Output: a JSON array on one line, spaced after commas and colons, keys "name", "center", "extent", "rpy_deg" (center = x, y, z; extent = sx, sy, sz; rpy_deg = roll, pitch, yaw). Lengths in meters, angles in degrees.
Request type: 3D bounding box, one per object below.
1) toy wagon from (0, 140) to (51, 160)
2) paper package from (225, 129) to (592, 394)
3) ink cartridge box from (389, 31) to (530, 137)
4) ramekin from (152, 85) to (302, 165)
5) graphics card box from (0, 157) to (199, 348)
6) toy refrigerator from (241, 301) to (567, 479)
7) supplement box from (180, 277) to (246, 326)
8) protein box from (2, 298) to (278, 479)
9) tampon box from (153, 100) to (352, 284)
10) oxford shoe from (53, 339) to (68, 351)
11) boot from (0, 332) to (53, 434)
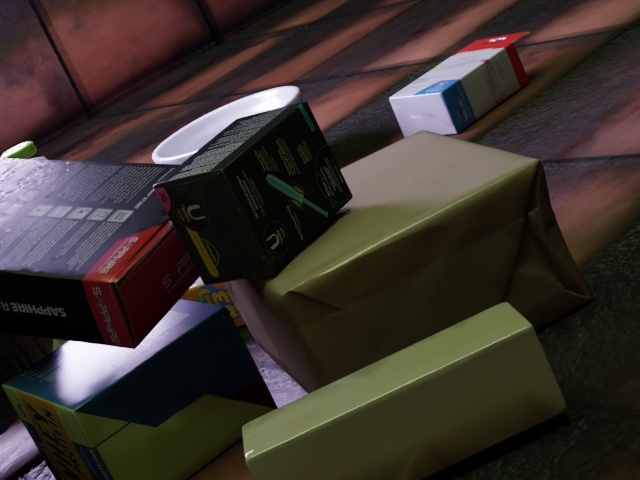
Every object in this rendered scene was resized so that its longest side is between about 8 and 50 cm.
[{"name": "toy wagon", "center": [-0.478, -0.022, 2.146], "extent": [0.344, 0.267, 0.068], "rpy_deg": [-6, 25, 48]}, {"name": "paper package", "center": [0.075, 0.025, 1.426], "extent": [0.309, 0.168, 0.325], "rpy_deg": [-29, 17, -10]}, {"name": "ink cartridge box", "center": [0.242, -0.256, 2.163], "extent": [0.231, 0.078, 0.134], "rpy_deg": [-36, 21, -30]}, {"name": "ramekin", "center": [-0.135, -0.145, 2.260], "extent": [0.277, 0.135, 0.277], "rpy_deg": [-22, 18, 8]}, {"name": "graphics card box", "center": [-0.298, 0.003, 1.463], "extent": [0.370, 0.094, 0.233], "rpy_deg": [4, 36, 29]}, {"name": "toy refrigerator", "center": [0.072, 0.160, 1.166], "extent": [0.269, 0.094, 0.102], "rpy_deg": [-25, 10, -1]}, {"name": "supplement box", "center": [-0.094, 0.061, 1.702], "extent": [0.233, 0.078, 0.080], "rpy_deg": [-17, 22, 25]}, {"name": "protein box", "center": [-0.197, 0.169, 1.425], "extent": [0.199, 0.136, 0.201], "rpy_deg": [-35, 20, -27]}, {"name": "tampon box", "center": [-0.067, -0.049, 1.351], "extent": [0.101, 0.120, 0.161], "rpy_deg": [-10, 23, 40]}, {"name": "oxford shoe", "center": [-0.347, 0.088, 1.886], "extent": [0.449, 0.130, 0.169], "rpy_deg": [-36, 24, -26]}, {"name": "boot", "center": [-0.515, 0.180, 1.686], "extent": [0.367, 0.146, 0.445], "rpy_deg": [-48, 19, -6]}]
